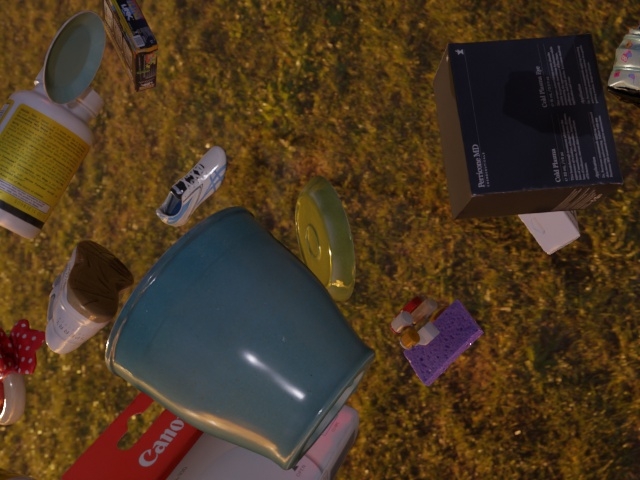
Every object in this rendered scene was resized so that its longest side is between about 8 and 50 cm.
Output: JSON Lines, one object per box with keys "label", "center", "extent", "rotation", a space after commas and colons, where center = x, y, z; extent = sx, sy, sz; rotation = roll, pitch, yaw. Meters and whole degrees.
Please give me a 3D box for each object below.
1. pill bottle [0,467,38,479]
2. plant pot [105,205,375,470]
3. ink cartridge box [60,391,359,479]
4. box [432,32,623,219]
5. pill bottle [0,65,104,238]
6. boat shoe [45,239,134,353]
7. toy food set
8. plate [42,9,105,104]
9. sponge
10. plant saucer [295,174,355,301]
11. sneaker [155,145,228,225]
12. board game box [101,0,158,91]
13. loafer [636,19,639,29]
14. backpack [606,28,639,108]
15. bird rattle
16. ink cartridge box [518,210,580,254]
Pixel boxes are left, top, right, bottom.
{"label": "pill bottle", "center": [-0.303, 0.253, 0.586], "extent": [0.208, 0.119, 0.119], "rotation": [5, 91, 23]}
{"label": "plant pot", "center": [-0.080, 0.139, 0.871], "extent": [0.255, 0.271, 0.272], "rotation": [36, 114, 13]}
{"label": "ink cartridge box", "center": [-0.172, 0.331, 1.106], "extent": [0.384, 0.308, 0.091], "rotation": [20, 129, 18]}
{"label": "box", "center": [0.427, -0.240, 1.464], "extent": [0.179, 0.312, 0.344], "rotation": [101, 164, -75]}
{"label": "pill bottle", "center": [-0.599, -0.187, 1.431], "extent": [0.187, 0.188, 0.334], "rotation": [19, 77, 43]}
{"label": "boat shoe", "center": [-0.334, 0.076, 0.961], "extent": [0.096, 0.098, 0.277], "rotation": [-49, 14, 5]}
{"label": "toy food set", "center": [0.248, 0.225, 1.802], "extent": [0.111, 0.232, 0.104], "rotation": [48, 128, 11]}
{"label": "plate", "center": [-0.470, -0.347, 1.292], "extent": [0.024, 0.188, 0.188], "rotation": [27, 109, 5]}
{"label": "sponge", "center": [0.318, 0.266, 1.785], "extent": [0.210, 0.031, 0.117], "rotation": [-48, 43, 15]}
{"label": "plant saucer", "center": [0.000, 0.000, 1.277], "extent": [0.241, 0.037, 0.241], "rotation": [168, 90, -71]}
{"label": "sneaker", "center": [-0.316, -0.135, 1.697], "extent": [0.085, 0.086, 0.237], "rotation": [41, 96, 27]}
{"label": "board game box", "center": [-0.372, -0.401, 1.334], "extent": [0.170, 0.048, 0.141], "rotation": [62, 159, 12]}
{"label": "loafer", "center": [0.584, -0.344, 1.152], "extent": [0.101, 0.092, 0.269], "rotation": [24, 81, 2]}
{"label": "backpack", "center": [0.499, -0.230, 0.948], "extent": [0.182, 0.151, 0.115], "rotation": [23, 101, 39]}
{"label": "bird rattle", "center": [-0.605, 0.250, 1.319], "extent": [0.253, 0.143, 0.207], "rotation": [-1, 97, 37]}
{"label": "ink cartridge box", "center": [0.555, -0.088, 1.693], "extent": [0.092, 0.219, 0.160], "rotation": [-35, 101, 26]}
